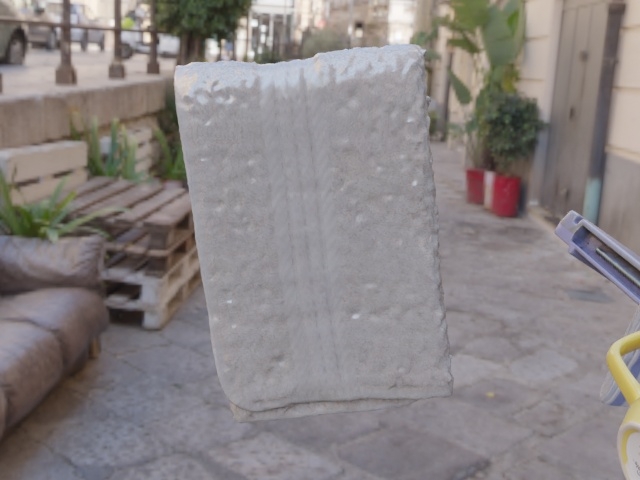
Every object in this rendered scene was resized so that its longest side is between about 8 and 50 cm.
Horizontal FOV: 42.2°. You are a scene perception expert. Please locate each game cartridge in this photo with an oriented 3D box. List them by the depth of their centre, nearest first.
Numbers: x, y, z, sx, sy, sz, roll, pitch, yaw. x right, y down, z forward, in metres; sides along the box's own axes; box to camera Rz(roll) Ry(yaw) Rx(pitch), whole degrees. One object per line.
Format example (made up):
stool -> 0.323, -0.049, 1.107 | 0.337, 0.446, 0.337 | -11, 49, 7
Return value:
game cartridge -> 0.483, 0.093, 1.135 | 0.230, 0.068, 0.355 | 35, 12, -22

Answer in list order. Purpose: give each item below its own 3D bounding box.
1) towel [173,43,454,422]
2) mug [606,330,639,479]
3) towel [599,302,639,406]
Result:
towel -> 0.000, 0.000, 0.630 | 0.187, 0.282, 0.049 | -6, 13, 1
mug -> 0.140, 0.071, 0.300 | 0.064, 0.062, 0.078 | -15, 13, -13
towel -> 0.472, 0.147, 0.919 | 0.285, 0.209, 0.034 | 9, 48, 7
